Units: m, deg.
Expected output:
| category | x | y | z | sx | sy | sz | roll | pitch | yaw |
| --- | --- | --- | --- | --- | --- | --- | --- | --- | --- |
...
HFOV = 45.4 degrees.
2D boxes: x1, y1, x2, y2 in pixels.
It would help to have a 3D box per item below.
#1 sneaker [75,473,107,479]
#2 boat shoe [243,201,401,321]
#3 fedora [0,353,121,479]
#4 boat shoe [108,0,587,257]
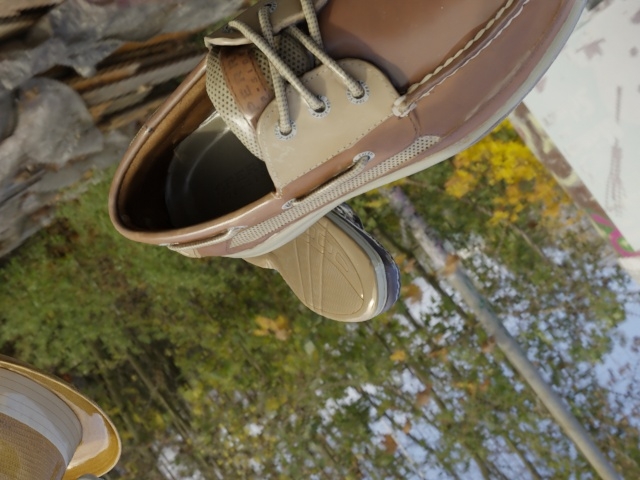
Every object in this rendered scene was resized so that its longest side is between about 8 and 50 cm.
| category | x | y | z | sx | sy | sz | roll | pitch | yaw |
| --- | --- | --- | --- | --- | --- | --- | --- | --- | --- |
| sneaker | -0.074 | 0.137 | 0.228 | 0.080 | 0.094 | 0.212 | -43 | -172 | -2 |
| boat shoe | 0.000 | 0.000 | 0.751 | 0.092 | 0.103 | 0.285 | -9 | -164 | -28 |
| fedora | -0.232 | 0.148 | 0.517 | 0.194 | 0.194 | 0.079 | -38 | -147 | 38 |
| boat shoe | -0.002 | -0.076 | 0.405 | 0.116 | 0.123 | 0.324 | -12 | 158 | -50 |
